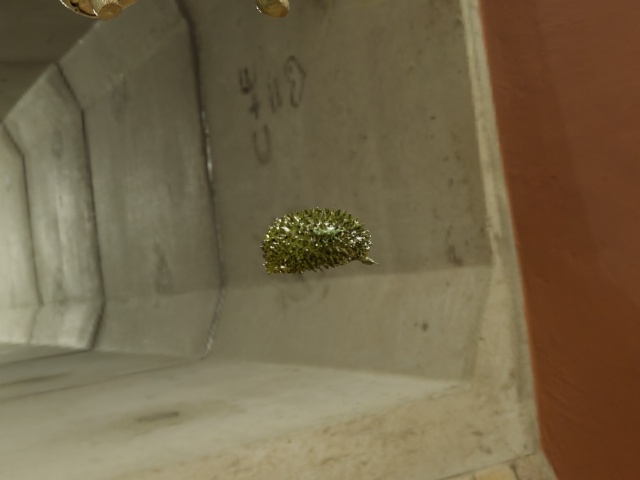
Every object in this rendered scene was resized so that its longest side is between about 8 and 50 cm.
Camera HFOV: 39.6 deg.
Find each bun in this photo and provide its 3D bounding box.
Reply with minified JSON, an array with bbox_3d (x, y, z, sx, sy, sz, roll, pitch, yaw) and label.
[{"bbox_3d":[-0.111,-0.576,2.145,0.086,0.086,0.054,61,-43,36],"label":"bun"}]

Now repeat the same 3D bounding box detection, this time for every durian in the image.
[{"bbox_3d":[0.003,-0.007,1.611,0.095,0.221,0.137,-40,-122,58],"label":"durian"}]

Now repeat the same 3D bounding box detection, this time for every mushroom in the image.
[{"bbox_3d":[-0.401,-0.461,1.613,0.154,0.154,0.122,-45,-123,56],"label":"mushroom"}]
